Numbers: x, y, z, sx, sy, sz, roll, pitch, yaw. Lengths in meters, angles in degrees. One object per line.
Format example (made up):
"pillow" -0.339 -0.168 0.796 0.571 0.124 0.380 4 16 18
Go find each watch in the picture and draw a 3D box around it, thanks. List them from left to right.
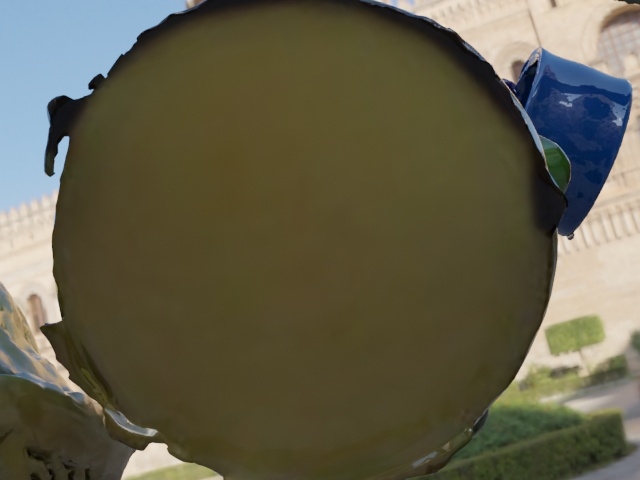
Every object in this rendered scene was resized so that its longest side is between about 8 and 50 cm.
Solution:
"watch" 0.215 -0.089 0.945 0.171 0.196 0.200 11 -2 -2

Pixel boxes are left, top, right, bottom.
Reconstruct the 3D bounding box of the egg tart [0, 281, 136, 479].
"egg tart" -0.293 0.089 0.508 0.387 0.169 0.388 -2 -23 -1

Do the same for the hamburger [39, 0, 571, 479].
"hamburger" 0.000 0.000 0.441 0.237 0.237 0.149 -16 2 9

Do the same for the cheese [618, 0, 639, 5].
"cheese" 0.214 -0.249 0.776 0.400 0.034 0.085 3 -56 -33
